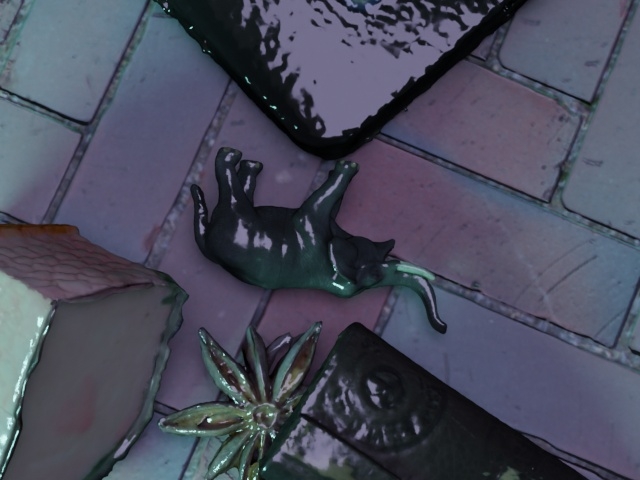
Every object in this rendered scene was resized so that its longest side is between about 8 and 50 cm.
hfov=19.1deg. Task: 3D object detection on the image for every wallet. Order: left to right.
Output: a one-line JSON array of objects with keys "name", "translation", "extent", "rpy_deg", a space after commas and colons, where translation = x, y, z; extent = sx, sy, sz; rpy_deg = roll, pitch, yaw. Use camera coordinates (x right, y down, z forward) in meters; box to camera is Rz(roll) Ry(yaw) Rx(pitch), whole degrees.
[{"name": "wallet", "translation": [0.115, 0.228, 1.750], "extent": [0.321, 0.044, 0.170], "rpy_deg": [34, 75, -7]}]

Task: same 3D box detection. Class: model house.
[{"name": "model house", "translation": [-0.290, 0.092, 1.725], "extent": [0.237, 0.202, 0.237], "rpy_deg": [30, 114, 26]}]

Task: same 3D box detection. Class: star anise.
[{"name": "star anise", "translation": [-0.055, 0.168, 1.773], "extent": [0.195, 0.065, 0.182], "rpy_deg": [-1, 82, -9]}]

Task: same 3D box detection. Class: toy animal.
[{"name": "toy animal", "translation": [0.005, -0.009, 1.809], "extent": [0.270, 0.082, 0.137], "rpy_deg": [15, 80, -4]}]

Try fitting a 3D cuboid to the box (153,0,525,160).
[{"name": "box", "translation": [0.020, -0.298, 1.870], "extent": [0.359, 0.091, 0.350], "rpy_deg": [-40, 81, -11]}]
